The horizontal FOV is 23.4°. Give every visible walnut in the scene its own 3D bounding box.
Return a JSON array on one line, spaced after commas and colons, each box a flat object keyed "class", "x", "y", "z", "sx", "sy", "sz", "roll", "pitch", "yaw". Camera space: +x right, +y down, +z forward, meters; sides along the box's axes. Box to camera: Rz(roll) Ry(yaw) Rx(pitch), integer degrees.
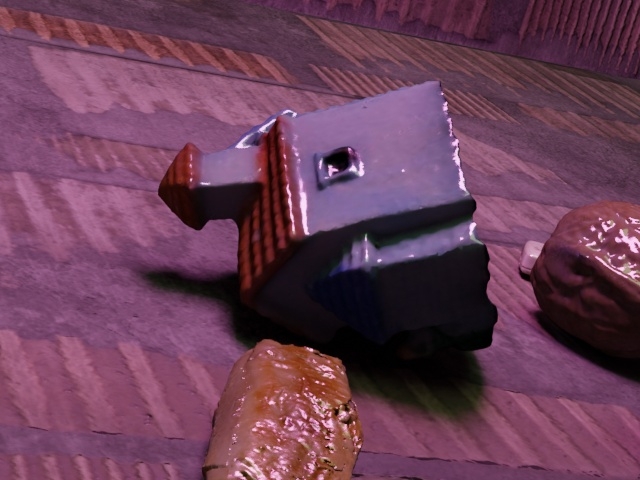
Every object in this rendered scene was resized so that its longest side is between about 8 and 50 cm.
[{"class": "walnut", "x": 0.352, "y": 0.047, "z": 1.802, "sx": 0.178, "sy": 0.178, "sz": 0.230, "roll": 3, "pitch": 23, "yaw": -33}]

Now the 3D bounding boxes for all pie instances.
[{"class": "pie", "x": -0.029, "y": 0.167, "z": 1.290, "sx": 0.128, "sy": 0.068, "sz": 0.282, "roll": 13, "pitch": 19, "yaw": -3}]

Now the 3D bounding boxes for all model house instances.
[{"class": "model house", "x": 0.000, "y": 0.000, "z": 1.641, "sx": 0.329, "sy": 0.252, "sz": 0.295, "roll": -8, "pitch": 44, "yaw": 0}]

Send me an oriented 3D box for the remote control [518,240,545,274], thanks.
[{"class": "remote control", "x": 0.374, "y": 0.047, "z": 2.012, "sx": 0.230, "sy": 0.049, "sz": 0.090, "roll": 15, "pitch": 15, "yaw": 4}]
